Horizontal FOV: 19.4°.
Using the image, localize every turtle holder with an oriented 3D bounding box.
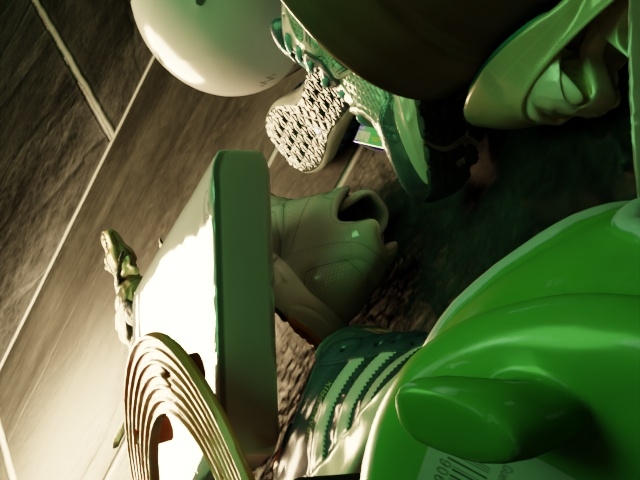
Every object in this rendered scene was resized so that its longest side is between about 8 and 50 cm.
[{"bbox_3d":[0.185,0.098,0.706,0.320,0.243,0.227,0,28,32],"label":"turtle holder"}]

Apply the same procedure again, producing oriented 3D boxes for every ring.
[{"bbox_3d":[-0.071,0.225,1.337,0.336,0.032,0.336,165,90,-71],"label":"ring"}]

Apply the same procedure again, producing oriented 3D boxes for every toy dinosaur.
[{"bbox_3d":[-0.177,0.070,1.865,0.118,0.064,0.268,-58,27,37],"label":"toy dinosaur"}]

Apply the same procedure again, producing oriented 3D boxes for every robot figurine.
[{"bbox_3d":[-0.041,-0.239,1.617,0.173,0.209,0.278,13,38,35],"label":"robot figurine"}]

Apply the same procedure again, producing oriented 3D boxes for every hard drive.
[{"bbox_3d":[-0.100,0.097,1.522,0.353,0.047,0.233,131,139,-66],"label":"hard drive"}]

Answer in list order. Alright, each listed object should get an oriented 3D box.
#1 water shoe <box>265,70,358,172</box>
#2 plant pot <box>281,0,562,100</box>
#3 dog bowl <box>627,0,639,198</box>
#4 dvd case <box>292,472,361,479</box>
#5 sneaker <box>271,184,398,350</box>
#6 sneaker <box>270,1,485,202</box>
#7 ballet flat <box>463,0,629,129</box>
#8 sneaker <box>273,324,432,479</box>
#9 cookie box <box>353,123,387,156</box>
[{"bbox_3d":[0.017,-0.121,1.627,0.080,0.073,0.203,-34,-4,-26],"label":"water shoe"},{"bbox_3d":[0.129,-0.296,1.291,0.280,0.323,0.323,-25,45,34],"label":"plant pot"},{"bbox_3d":[0.234,-0.116,0.933,0.349,0.102,0.348,180,90,-88],"label":"dog bowl"},{"bbox_3d":[0.029,0.199,1.108,0.179,0.239,0.029,-53,54,29],"label":"dvd case"},{"bbox_3d":[0.000,0.000,1.535,0.121,0.099,0.262,-45,25,3],"label":"sneaker"},{"bbox_3d":[0.033,-0.153,1.438,0.122,0.110,0.283,-26,73,29],"label":"sneaker"},{"bbox_3d":[0.188,-0.134,1.255,0.248,0.086,0.086,-47,31,37],"label":"ballet flat"},{"bbox_3d":[0.064,0.095,1.238,0.350,0.131,0.148,-46,36,41],"label":"sneaker"},{"bbox_3d":[0.078,-0.118,1.507,0.107,0.040,0.092,-67,23,-1],"label":"cookie box"}]
